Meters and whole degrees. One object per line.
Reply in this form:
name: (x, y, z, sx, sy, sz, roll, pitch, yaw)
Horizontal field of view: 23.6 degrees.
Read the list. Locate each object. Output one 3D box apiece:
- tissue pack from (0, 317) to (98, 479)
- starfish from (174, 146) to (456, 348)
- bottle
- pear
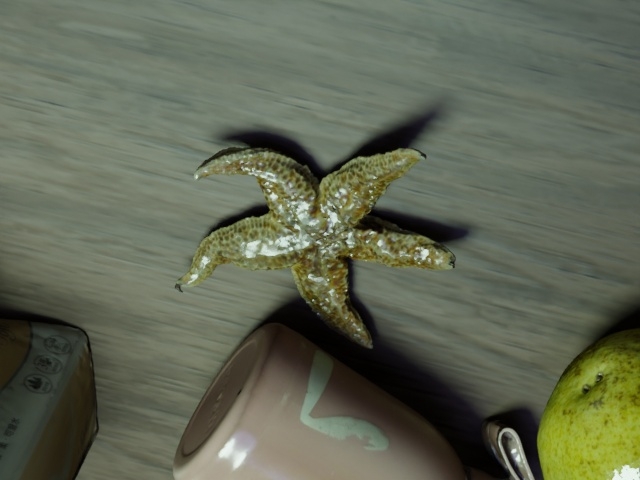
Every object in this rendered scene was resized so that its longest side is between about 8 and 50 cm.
tissue pack: (-0.339, 0.171, 1.337, 0.238, 0.305, 0.239, 5, 121, 8)
starfish: (0.000, 0.000, 1.318, 0.277, 0.062, 0.236, -30, 113, 27)
bottle: (0.040, 0.204, 1.374, 0.296, 0.173, 0.206, 34, 87, -10)
pear: (0.287, 0.170, 1.283, 0.197, 0.197, 0.197, 5, 121, 8)
